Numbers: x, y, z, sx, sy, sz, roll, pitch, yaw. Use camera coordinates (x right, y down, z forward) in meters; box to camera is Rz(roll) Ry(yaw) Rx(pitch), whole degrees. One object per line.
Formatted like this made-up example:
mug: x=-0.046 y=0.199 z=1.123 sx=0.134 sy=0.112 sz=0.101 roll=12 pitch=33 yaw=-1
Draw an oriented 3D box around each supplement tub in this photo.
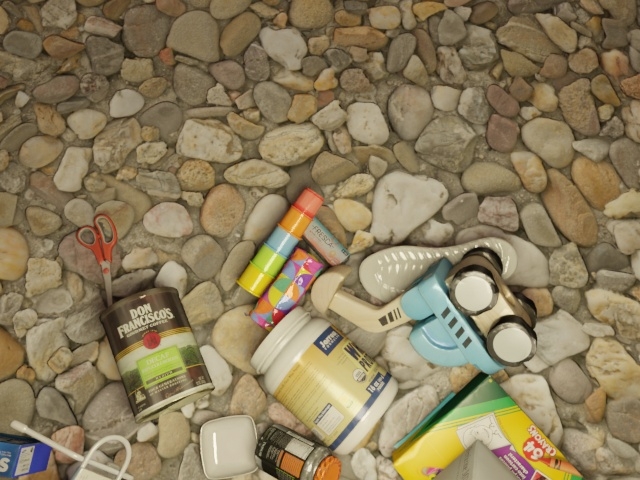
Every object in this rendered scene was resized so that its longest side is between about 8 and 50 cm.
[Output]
supplement tub: x=-0.053 y=0.523 z=1.264 sx=0.190 sy=0.117 sz=0.117 roll=14 pitch=71 yaw=34
supplement tub: x=0.006 y=0.334 z=1.301 sx=0.316 sy=0.228 sz=0.228 roll=39 pitch=77 yaw=11

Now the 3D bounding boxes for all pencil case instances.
pencil case: x=-0.092 y=0.132 z=1.390 sx=0.104 sy=0.104 sz=0.236 roll=36 pitch=87 yaw=10

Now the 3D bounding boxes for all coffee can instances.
coffee can: x=-0.406 y=0.282 z=1.331 sx=0.201 sy=0.201 sz=0.276 roll=-24 pitch=75 yaw=-7

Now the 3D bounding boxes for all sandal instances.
sandal: x=0.315 y=0.084 z=1.446 sx=0.415 sy=0.102 sz=0.170 roll=-6 pitch=96 yaw=12

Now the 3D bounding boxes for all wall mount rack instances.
wall mount rack: x=-0.603 y=0.573 z=1.190 sx=0.130 sy=0.304 sz=0.350 roll=1 pitch=55 yaw=45

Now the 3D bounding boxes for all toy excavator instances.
toy excavator: x=0.246 y=0.178 z=1.331 sx=0.445 sy=0.222 sz=0.433 roll=-37 pitch=89 yaw=25

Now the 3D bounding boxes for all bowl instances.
bowl: x=-0.225 y=0.515 z=1.336 sx=0.141 sy=0.053 sz=0.142 roll=-8 pitch=74 yaw=-3

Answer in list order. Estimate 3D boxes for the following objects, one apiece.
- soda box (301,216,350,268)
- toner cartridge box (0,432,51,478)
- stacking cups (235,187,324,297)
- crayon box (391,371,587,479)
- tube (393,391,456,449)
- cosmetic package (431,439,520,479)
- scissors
soda box: x=0.000 y=0.000 z=1.495 sx=0.063 sy=0.058 sz=0.183 roll=-40 pitch=78 yaw=-12
toner cartridge box: x=-0.854 y=0.498 z=1.282 sx=0.347 sy=0.165 sz=0.075 roll=8 pitch=72 yaw=2
stacking cups: x=-0.107 y=0.000 z=1.432 sx=0.096 sy=0.096 sz=0.316 roll=32 pitch=91 yaw=9
crayon box: x=0.403 y=0.557 z=1.262 sx=0.313 sy=0.106 sz=0.363 roll=-42 pitch=81 yaw=-3
tube: x=0.285 y=0.478 z=1.354 sx=0.207 sy=0.052 sz=0.080 roll=-44 pitch=73 yaw=-8
cosmetic package: x=0.222 y=0.655 z=1.108 sx=0.161 sy=0.230 sz=0.453 roll=44 pitch=105 yaw=12
scissors: x=-0.592 y=0.065 z=1.492 sx=0.108 sy=0.021 sz=0.297 roll=-26 pitch=73 yaw=-10
